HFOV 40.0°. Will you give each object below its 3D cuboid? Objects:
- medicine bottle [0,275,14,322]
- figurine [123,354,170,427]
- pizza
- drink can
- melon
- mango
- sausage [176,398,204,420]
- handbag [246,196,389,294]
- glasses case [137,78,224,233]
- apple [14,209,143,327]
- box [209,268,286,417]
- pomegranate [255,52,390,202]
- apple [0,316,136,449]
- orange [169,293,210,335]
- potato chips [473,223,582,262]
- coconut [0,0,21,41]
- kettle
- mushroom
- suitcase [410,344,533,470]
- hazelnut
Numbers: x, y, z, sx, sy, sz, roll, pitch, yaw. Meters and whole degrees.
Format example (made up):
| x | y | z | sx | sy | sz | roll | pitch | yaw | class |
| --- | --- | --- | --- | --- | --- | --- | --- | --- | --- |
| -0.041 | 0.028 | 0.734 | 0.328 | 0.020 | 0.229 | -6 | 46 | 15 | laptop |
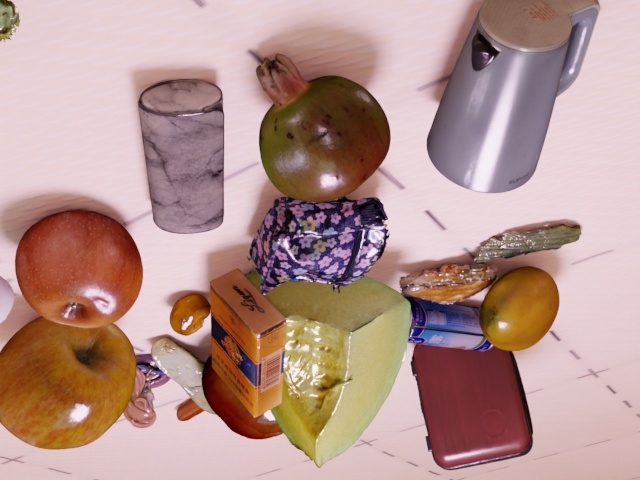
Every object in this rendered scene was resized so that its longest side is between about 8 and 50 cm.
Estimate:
| x | y | z | sx | sy | sz | roll | pitch | yaw | class |
| --- | --- | --- | --- | --- | --- | --- | --- | --- | --- |
| -0.587 | 0.052 | 1.368 | 0.147 | 0.147 | 0.247 | -14 | 150 | 10 | medicine bottle |
| -0.393 | 0.326 | 1.901 | 0.114 | 0.157 | 0.126 | 21 | 149 | -7 | figurine |
| 0.235 | 0.081 | 1.721 | 0.195 | 0.052 | 0.185 | 2 | 154 | -27 | pizza |
| 0.257 | 0.177 | 1.849 | 0.235 | 0.097 | 0.097 | 9 | 146 | -29 | drink can |
| -0.005 | 0.241 | 1.659 | 0.331 | 0.226 | 0.343 | 3 | 126 | -4 | melon |
| 0.391 | 0.131 | 1.730 | 0.139 | 0.175 | 0.254 | 31 | 175 | 17 | mango |
| -0.311 | 0.409 | 2.159 | 0.041 | 0.039 | 0.131 | 10 | 147 | -42 | sausage |
| 0.000 | 0.000 | 1.445 | 0.208 | 0.126 | 0.228 | -5 | 150 | -19 | handbag |
| -0.195 | -0.111 | 1.267 | 0.114 | 0.060 | 0.299 | -4 | 150 | -8 | glasses case |
| -0.382 | 0.052 | 1.399 | 0.201 | 0.162 | 0.201 | -7 | 152 | -4 | apple |
| -0.133 | 0.188 | 1.585 | 0.070 | 0.152 | 0.237 | -24 | 139 | -30 | box |
| -0.010 | -0.155 | 1.162 | 0.180 | 0.180 | 0.209 | -23 | 111 | 24 | pomegranate |
| -0.472 | 0.254 | 1.644 | 0.264 | 0.264 | 0.264 | -6 | 150 | -4 | apple |
| -0.255 | 0.140 | 1.684 | 0.086 | 0.062 | 0.086 | -45 | 161 | -20 | orange |
| 0.391 | 0.000 | 1.647 | 0.208 | 0.028 | 0.092 | -8 | 149 | -5 | potato chips |
| -0.382 | -0.285 | 0.924 | 0.133 | 0.055 | 0.158 | 5 | 146 | -19 | coconut |
| 0.263 | -0.206 | 1.157 | 0.211 | 0.160 | 0.243 | -19 | 148 | -20 | kettle |
| -0.265 | 0.311 | 1.934 | 0.087 | 0.107 | 0.333 | -45 | 147 | -7 | mushroom |
| 0.340 | 0.353 | 1.977 | 0.236 | 0.297 | 0.161 | -13 | 158 | 9 | suitcase |
| -0.133 | 0.298 | 1.844 | 0.230 | 0.229 | 0.229 | -6 | 150 | -4 | hazelnut |
